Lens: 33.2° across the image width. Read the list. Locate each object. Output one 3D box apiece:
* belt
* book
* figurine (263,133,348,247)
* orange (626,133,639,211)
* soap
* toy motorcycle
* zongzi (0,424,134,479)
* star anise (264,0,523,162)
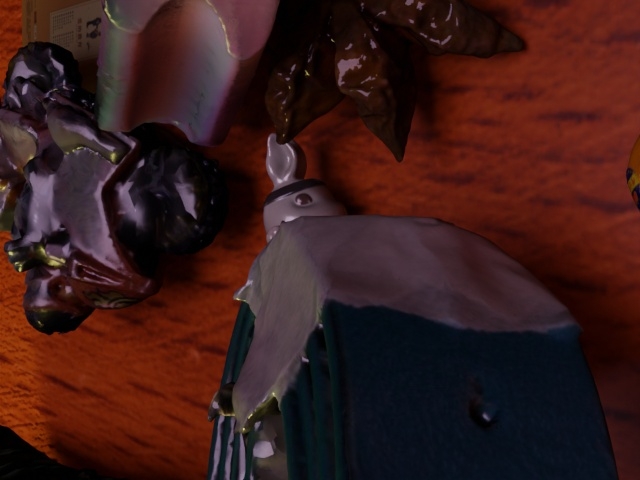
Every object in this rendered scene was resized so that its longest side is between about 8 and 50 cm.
[{"bbox_3d":[0.031,0.202,0.582,0.300,0.173,0.436,142,129,-66],"label":"belt"},{"bbox_3d":[-0.224,-0.188,0.989,0.172,0.012,0.118,-2,89,42],"label":"book"},{"bbox_3d":[0.003,0.001,0.765,0.098,0.081,0.146,7,91,-2],"label":"figurine"},{"bbox_3d":[0.205,-0.037,0.565,0.084,0.084,0.083,1,91,42],"label":"orange"},{"bbox_3d":[-0.077,-0.203,0.683,0.324,0.109,0.192,129,147,-71],"label":"soap"},{"bbox_3d":[-0.241,-0.060,0.927,0.401,0.134,0.207,38,108,32],"label":"toy motorcycle"},{"bbox_3d":[-0.156,0.278,0.843,0.383,0.362,0.319,130,128,-76],"label":"zongzi"},{"bbox_3d":[0.023,-0.156,0.717,0.196,0.111,0.212,-44,69,41],"label":"star anise"}]
